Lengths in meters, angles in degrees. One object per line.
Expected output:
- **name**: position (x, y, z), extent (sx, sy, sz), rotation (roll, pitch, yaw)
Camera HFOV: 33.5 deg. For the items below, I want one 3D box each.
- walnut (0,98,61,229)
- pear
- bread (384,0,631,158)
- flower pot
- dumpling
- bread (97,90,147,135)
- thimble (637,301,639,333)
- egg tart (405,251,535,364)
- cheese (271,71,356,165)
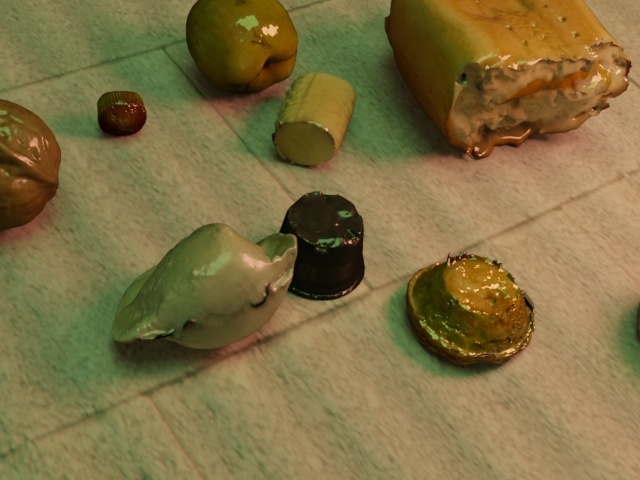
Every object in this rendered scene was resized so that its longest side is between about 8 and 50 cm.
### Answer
- **walnut**: position (-0.489, -0.115, 1.584), extent (0.213, 0.213, 0.213), rotation (6, 47, -6)
- **pear**: position (-0.139, -0.353, 1.873), extent (0.200, 0.200, 0.200), rotation (6, 47, -6)
- **bread**: position (0.306, -0.341, 1.922), extent (0.361, 0.250, 0.394), rotation (-10, 47, -23)
- **flower pot**: position (0.000, 0.000, 1.631), extent (0.157, 0.107, 0.157), rotation (5, 49, -6)
- **dumpling**: position (-0.173, 0.053, 1.526), extent (0.243, 0.175, 0.227), rotation (4, 15, -28)
- **bread**: position (-0.331, -0.208, 1.774), extent (0.085, 0.085, 0.053), rotation (-7, 54, -18)
- **thimble**: position (0.594, 0.094, 1.638), extent (0.185, 0.149, 0.211), rotation (18, 46, 8)
- **egg tart**: position (0.232, 0.094, 1.608), extent (0.212, 0.090, 0.212), rotation (9, 47, -9)
- **cheese**: position (-0.011, -0.210, 1.835), extent (0.123, 0.094, 0.167), rotation (8, 42, 9)
